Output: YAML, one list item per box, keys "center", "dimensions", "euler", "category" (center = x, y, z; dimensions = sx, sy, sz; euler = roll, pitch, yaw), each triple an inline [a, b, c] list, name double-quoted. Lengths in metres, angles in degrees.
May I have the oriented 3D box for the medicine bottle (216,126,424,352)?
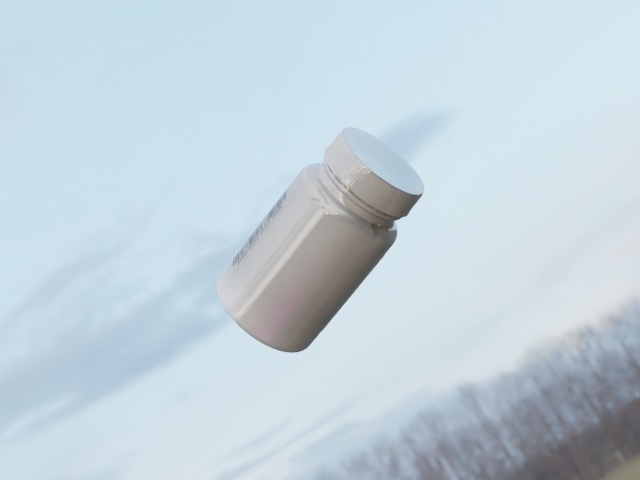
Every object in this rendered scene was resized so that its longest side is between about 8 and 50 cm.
- center: [0.000, 0.000, 1.347]
  dimensions: [0.186, 0.103, 0.103]
  euler: [-52, -19, 21]
  category: "medicine bottle"
